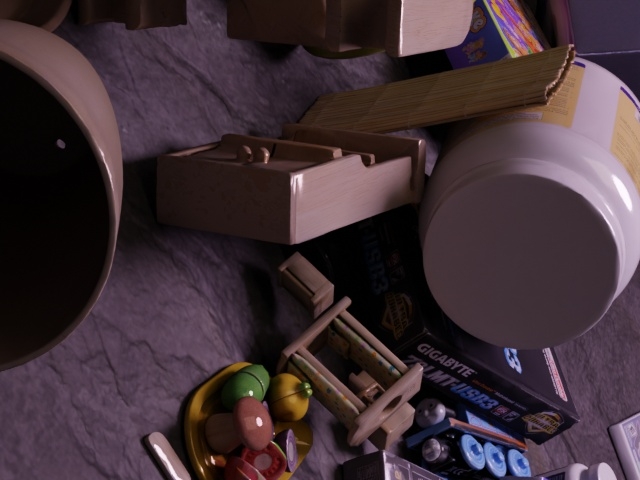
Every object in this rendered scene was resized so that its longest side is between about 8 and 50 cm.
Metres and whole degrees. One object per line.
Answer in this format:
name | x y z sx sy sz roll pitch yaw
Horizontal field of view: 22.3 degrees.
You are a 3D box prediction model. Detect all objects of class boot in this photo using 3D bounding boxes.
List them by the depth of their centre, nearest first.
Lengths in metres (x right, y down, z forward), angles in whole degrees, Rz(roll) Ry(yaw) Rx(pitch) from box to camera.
boot | 0.000 0.001 1.768 0.099 0.045 0.121 -23 88 -61

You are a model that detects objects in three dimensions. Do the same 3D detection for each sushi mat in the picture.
sushi mat | 0.120 -0.158 1.803 0.151 0.317 0.019 -55 131 -58

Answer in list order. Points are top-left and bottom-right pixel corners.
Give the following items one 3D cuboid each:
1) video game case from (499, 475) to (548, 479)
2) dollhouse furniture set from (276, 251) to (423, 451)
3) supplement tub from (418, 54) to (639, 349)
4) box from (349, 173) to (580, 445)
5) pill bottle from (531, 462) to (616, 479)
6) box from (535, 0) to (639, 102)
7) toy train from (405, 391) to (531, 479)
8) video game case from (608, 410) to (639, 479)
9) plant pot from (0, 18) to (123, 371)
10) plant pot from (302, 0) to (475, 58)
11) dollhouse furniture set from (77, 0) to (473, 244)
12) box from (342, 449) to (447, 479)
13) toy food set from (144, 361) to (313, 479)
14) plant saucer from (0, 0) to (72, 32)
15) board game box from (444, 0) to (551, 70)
video game case | 0.272 0.423 1.830 0.269 0.061 0.244 36 60 -43
dollhouse furniture set | 0.002 0.136 1.682 0.101 0.161 0.182 -40 69 -20
supplement tub | 0.239 -0.047 1.790 0.241 0.241 0.331 57 25 -15
box | 0.158 0.061 1.882 0.293 0.073 0.295 31 34 -39
pill bottle | 0.293 0.306 1.943 0.067 0.120 0.067 35 43 -41
box | 0.424 -0.311 2.387 0.294 0.183 0.296 87 -1 -59
toy train | 0.168 0.232 1.846 0.184 0.080 0.105 23 43 -48
video game case | 0.486 0.342 2.317 0.183 0.023 0.201 -10 78 -59
plant pot | -0.258 -0.067 1.251 0.256 0.257 0.274 57 14 -15
plant pot | 0.024 -0.408 1.828 0.353 0.367 0.366 66 28 -26
dollhouse furniture set | -0.021 -0.219 1.593 0.256 0.362 0.394 -20 115 -57
box | 0.103 0.353 1.678 0.183 0.056 0.231 30 46 -44
toy food set | -0.059 0.183 1.523 0.128 0.071 0.218 63 31 -6
plant saucer | -0.329 -0.297 1.454 0.278 0.041 0.277 35 43 -41
board game box | 0.245 -0.255 2.191 0.233 0.078 0.347 36 25 -40
